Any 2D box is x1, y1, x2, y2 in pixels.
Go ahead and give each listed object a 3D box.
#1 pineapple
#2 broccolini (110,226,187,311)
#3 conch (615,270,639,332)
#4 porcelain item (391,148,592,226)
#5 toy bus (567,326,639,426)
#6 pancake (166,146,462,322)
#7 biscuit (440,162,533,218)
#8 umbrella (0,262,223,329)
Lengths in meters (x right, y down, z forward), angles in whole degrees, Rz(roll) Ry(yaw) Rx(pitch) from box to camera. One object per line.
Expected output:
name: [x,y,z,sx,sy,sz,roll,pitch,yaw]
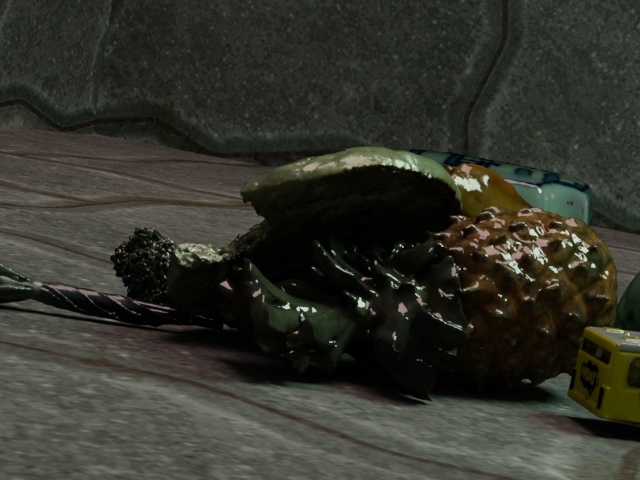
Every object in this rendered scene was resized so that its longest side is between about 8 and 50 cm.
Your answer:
pineapple: [0.076,0.050,1.238,0.310,0.141,0.170,-2,35,-27]
broccolini: [-0.107,0.046,1.442,0.091,0.068,0.203,28,-1,33]
conch: [0.374,0.070,1.532,0.188,0.122,0.176,12,-19,-3]
porcelain item: [0.180,-0.022,1.978,0.286,0.157,0.281,10,7,12]
toy bus: [0.299,0.111,1.209,0.226,0.074,0.081,7,5,-11]
pancake: [0.000,0.000,1.304,0.254,0.037,0.253,-17,-25,-8]
biscuit: [0.116,0.001,1.704,0.213,0.091,0.274,26,-24,-23]
umbrella: [-0.208,0.040,1.300,0.269,0.044,0.044,8,36,-2]
